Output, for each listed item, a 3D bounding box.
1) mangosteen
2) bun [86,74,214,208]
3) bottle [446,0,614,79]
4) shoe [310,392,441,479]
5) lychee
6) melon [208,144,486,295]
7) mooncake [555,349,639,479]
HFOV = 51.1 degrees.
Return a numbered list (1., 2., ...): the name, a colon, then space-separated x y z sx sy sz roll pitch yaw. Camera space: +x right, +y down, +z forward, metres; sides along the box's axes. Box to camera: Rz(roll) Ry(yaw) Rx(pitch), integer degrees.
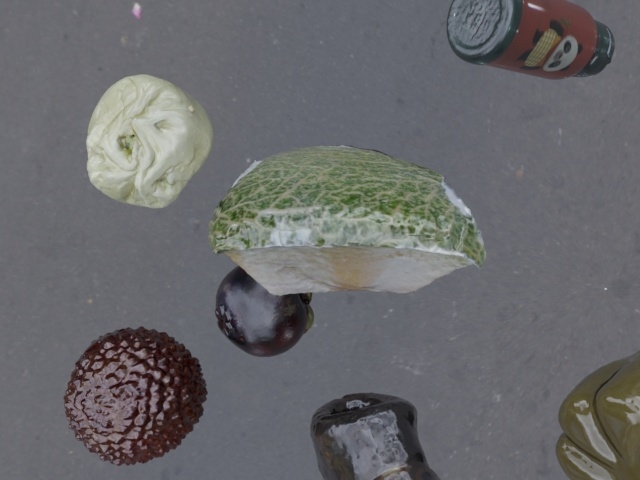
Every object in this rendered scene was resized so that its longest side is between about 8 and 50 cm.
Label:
1. mangosteen: -0.094 0.128 1.320 0.194 0.230 0.194 18 114 46
2. bun: -0.293 -0.161 1.108 0.229 0.145 0.229 2 101 9
3. bottle: 0.385 -0.361 1.171 0.144 0.336 0.144 2 93 55
4. shoe: 0.110 0.354 0.987 0.171 0.384 0.237 -17 100 -17
5. lychee: -0.356 0.295 1.271 0.300 0.264 0.264 -10 82 27
6. melon: -0.003 -0.003 0.420 0.202 0.139 0.093 25 120 52
7. mooncake: 0.593 0.379 1.147 0.378 0.201 0.378 43 145 42
